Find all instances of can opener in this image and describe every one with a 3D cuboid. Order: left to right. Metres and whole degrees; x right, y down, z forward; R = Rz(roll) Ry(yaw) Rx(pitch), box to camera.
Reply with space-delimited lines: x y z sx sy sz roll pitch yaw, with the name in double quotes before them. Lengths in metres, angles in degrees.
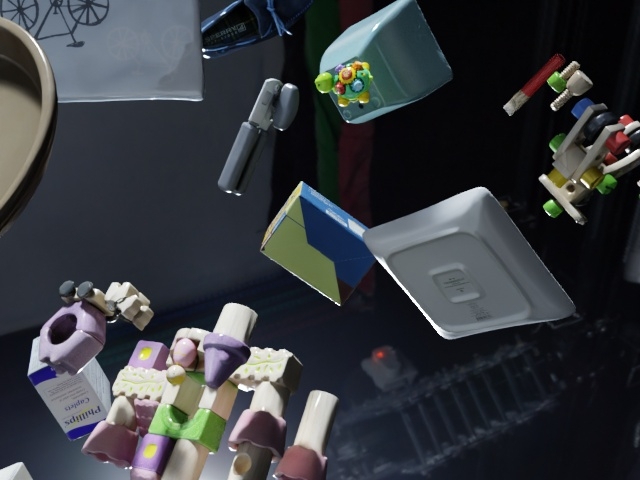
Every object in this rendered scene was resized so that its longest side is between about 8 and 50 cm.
"can opener" -0.137 -0.231 1.518 0.095 0.076 0.283 28 -82 31

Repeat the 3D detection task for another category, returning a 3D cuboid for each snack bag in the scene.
"snack bag" -0.304 -0.355 0.919 0.037 0.323 0.342 -47 136 -74

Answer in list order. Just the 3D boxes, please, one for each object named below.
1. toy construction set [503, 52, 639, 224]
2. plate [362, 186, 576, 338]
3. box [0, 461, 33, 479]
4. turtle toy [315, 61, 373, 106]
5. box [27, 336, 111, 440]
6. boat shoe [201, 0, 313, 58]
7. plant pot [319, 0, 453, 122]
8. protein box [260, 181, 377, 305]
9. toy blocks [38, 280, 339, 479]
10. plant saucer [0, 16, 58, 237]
"toy construction set" 0.473 -0.164 1.265 0.309 0.257 0.237 47 -57 5
"plate" 0.235 0.063 1.116 0.277 0.045 0.278 -22 -65 46
"box" -0.422 0.467 0.950 0.094 0.113 0.275 -101 166 -74
"turtle toy" 0.054 -0.353 1.478 0.066 0.130 0.095 34 54 -63
"box" -0.394 0.221 1.054 0.137 0.072 0.126 68 -10 -24
"boat shoe" -0.117 -0.402 1.224 0.109 0.258 0.089 56 -3 -19
"plant pot" 0.144 -0.440 1.732 0.248 0.252 0.247 -13 -65 47
"protein box" 0.000 0.000 1.380 0.200 0.136 0.201 35 11 -8
"toy blocks" -0.177 0.241 0.787 0.289 0.260 0.309 -1 -37 29
"plant saucer" -0.342 -0.074 0.565 0.277 0.278 0.041 63 2 27
